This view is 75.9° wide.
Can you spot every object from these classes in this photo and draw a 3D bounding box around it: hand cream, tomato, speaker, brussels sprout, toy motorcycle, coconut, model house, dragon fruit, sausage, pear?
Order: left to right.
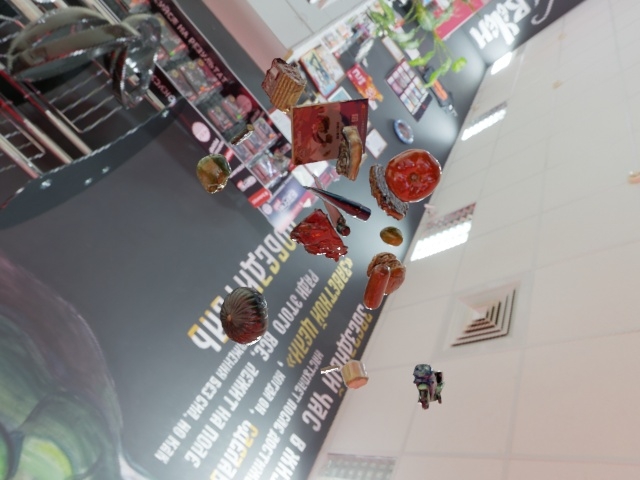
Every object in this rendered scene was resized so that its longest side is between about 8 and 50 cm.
[{"bbox_3d":[-0.437,-0.281,1.693,0.131,0.145,0.183,-40,-170,-30],"label":"brussels sprout"},{"bbox_3d":[-0.185,-0.834,2.251,0.160,0.254,0.196,-2,142,-43],"label":"model house"},{"bbox_3d":[-0.008,0.006,2.306,0.228,0.329,0.286,-36,-176,-9],"label":"dragon fruit"},{"bbox_3d":[0.042,-0.188,2.086,0.077,0.341,0.124,-29,-170,10],"label":"hand cream"},{"bbox_3d":[0.057,-0.149,1.521,0.061,0.270,0.120,-64,-166,3],"label":"hand cream"},{"bbox_3d":[0.105,-0.067,2.031,0.060,0.094,0.075,-36,-154,-4],"label":"speaker"},{"bbox_3d":[0.153,0.600,1.864,0.116,0.116,0.122,-37,-139,20],"label":"coconut"},{"bbox_3d":[0.213,0.174,1.557,0.076,0.076,0.198,-68,172,-59],"label":"sausage"},{"bbox_3d":[0.375,-0.023,2.160,0.107,0.131,0.107,-53,168,-16],"label":"pear"},{"bbox_3d":[0.430,-0.310,1.923,0.259,0.260,0.180,-38,-169,16],"label":"tomato"},{"bbox_3d":[0.510,0.683,1.960,0.125,0.197,0.331,-7,169,23],"label":"toy motorcycle"}]

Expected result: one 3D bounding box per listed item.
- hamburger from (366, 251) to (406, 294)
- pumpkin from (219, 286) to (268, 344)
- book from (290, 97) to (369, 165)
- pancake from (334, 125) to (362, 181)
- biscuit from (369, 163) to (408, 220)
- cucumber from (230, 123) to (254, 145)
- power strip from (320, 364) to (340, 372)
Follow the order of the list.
[{"bbox_3d":[0.425,0.221,2.643,0.260,0.245,0.211,-45,-132,4],"label":"hamburger"},{"bbox_3d":[-0.317,0.322,1.782,0.216,0.250,0.249,-14,174,-38],"label":"pumpkin"},{"bbox_3d":[0.051,-0.556,2.094,0.427,0.300,0.039,-15,-145,-22],"label":"book"},{"bbox_3d":[0.118,-0.363,1.691,0.257,0.056,0.213,-136,-123,-61],"label":"pancake"},{"bbox_3d":[0.345,-0.246,2.125,0.081,0.289,0.334,-32,-138,33],"label":"biscuit"},{"bbox_3d":[-0.452,-0.613,2.392,0.187,0.058,0.058,-23,-157,41],"label":"cucumber"},{"bbox_3d":[0.039,0.514,1.643,0.083,0.027,0.017,-19,-120,10],"label":"power strip"}]
